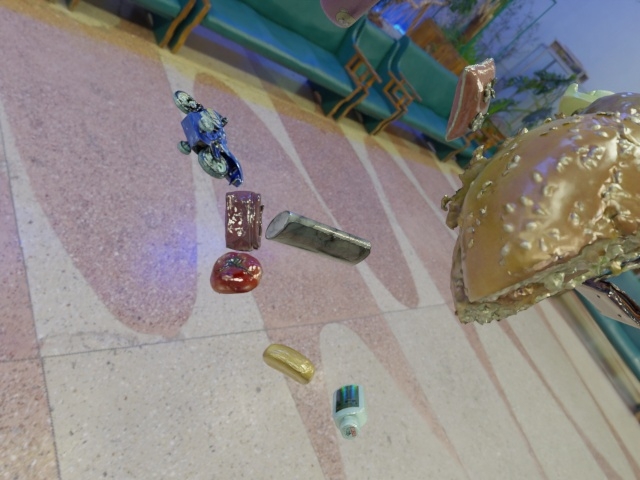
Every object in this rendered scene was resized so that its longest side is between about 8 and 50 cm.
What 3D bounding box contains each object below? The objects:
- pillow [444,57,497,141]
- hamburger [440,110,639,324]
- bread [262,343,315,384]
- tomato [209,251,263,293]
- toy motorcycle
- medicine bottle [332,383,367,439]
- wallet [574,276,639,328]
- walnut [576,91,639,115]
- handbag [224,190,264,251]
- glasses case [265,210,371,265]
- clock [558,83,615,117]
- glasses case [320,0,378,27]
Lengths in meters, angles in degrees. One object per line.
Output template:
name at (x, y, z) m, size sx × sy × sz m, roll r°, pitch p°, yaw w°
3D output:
pillow at (0.369, -0.336, 1.102) m, size 0.075 × 0.179 × 0.171 m, roll 27°, pitch 40°, yaw 31°
hamburger at (0.378, -0.069, 0.733) m, size 0.268 × 0.446 × 0.286 m, roll 61°, pitch 3°, yaw -67°
bread at (-0.120, 0.474, 1.790) m, size 0.217 × 0.147 × 0.098 m, roll 28°, pitch 58°, yaw 12°
tomato at (-0.358, 0.119, 1.907) m, size 0.227 × 0.228 × 0.101 m, roll -84°, pitch 168°, yaw -51°
toy motorcycle at (-0.308, -0.288, 1.291) m, size 0.169 × 0.113 × 0.315 m, roll 5°, pitch 54°, yaw -56°
medicine bottle at (0.105, 0.611, 1.641) m, size 0.229 × 0.121 × 0.083 m, roll -80°, pitch 153°, yaw -73°
wallet at (0.762, 0.158, 1.213) m, size 0.196 × 0.042 × 0.161 m, roll 38°, pitch 2°, yaw -13°
walnut at (0.635, -0.181, 0.992) m, size 0.273 × 0.273 × 0.226 m, roll 26°, pitch 72°, yaw -33°
handbag at (-0.275, -0.071, 1.682) m, size 0.146 × 0.136 × 0.224 m, roll 132°, pitch -41°, yaw -87°
glasses case at (0.000, 0.000, 1.268) m, size 0.300 × 0.114 × 0.060 m, roll 19°, pitch 49°, yaw -36°
clock at (0.814, -0.357, 1.324) m, size 0.232 × 0.069 × 0.170 m, roll 27°, pitch -15°, yaw 34°
glasses case at (0.109, -0.684, 1.227) m, size 0.123 × 0.316 × 0.075 m, roll 42°, pitch 65°, yaw -19°
